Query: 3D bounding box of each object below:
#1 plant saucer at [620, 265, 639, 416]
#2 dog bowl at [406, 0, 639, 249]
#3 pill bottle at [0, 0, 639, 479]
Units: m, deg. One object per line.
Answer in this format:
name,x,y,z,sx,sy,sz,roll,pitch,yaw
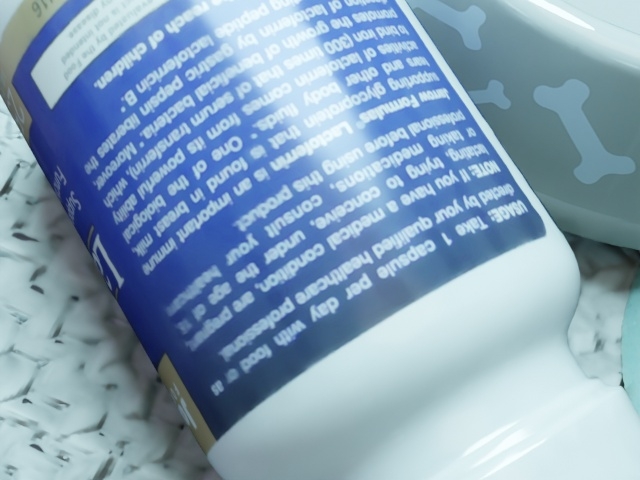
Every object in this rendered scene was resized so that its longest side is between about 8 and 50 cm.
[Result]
plant saucer,0.231,0.056,0.522,0.195,0.037,0.194,3,69,-8
dog bowl,0.160,-0.171,0.540,0.349,0.102,0.348,2,65,-4
pill bottle,0.000,0.000,0.441,0.153,0.153,0.264,-28,76,-17
